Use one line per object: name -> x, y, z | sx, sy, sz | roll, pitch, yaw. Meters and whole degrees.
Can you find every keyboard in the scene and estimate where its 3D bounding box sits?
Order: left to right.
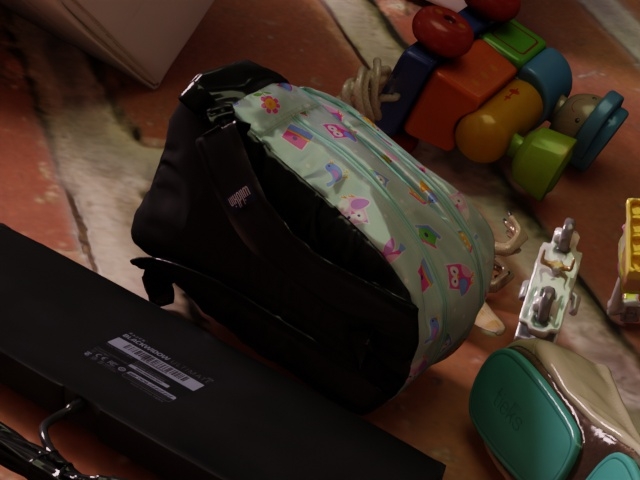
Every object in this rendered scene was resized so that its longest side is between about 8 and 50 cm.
keyboard -> -0.107, 0.082, 0.943 | 0.317, 0.033, 0.201 | 26, 25, 25

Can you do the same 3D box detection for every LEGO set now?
LEGO set -> 0.252, 0.068, 1.086 | 0.287, 0.107, 0.132 | 24, 65, 11

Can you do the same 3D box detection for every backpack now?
backpack -> 0.000, 0.000, 1.020 | 0.182, 0.152, 0.115 | 38, 48, 16

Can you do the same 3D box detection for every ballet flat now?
ballet flat -> 0.142, 0.128, 0.922 | 0.086, 0.086, 0.248 | 5, 28, -14

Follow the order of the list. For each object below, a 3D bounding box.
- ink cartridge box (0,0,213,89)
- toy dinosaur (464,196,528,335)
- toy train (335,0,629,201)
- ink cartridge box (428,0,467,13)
ink cartridge box -> -0.206, -0.316, 1.335 | 0.384, 0.279, 0.160 | 30, -5, 29
toy dinosaur -> 0.075, 0.021, 1.125 | 0.092, 0.053, 0.183 | -24, 37, -27
toy train -> 0.102, -0.074, 1.254 | 0.143, 0.105, 0.248 | 34, 33, 10
ink cartridge box -> 0.094, -0.291, 1.604 | 0.353, 0.119, 0.207 | 26, 30, 24
